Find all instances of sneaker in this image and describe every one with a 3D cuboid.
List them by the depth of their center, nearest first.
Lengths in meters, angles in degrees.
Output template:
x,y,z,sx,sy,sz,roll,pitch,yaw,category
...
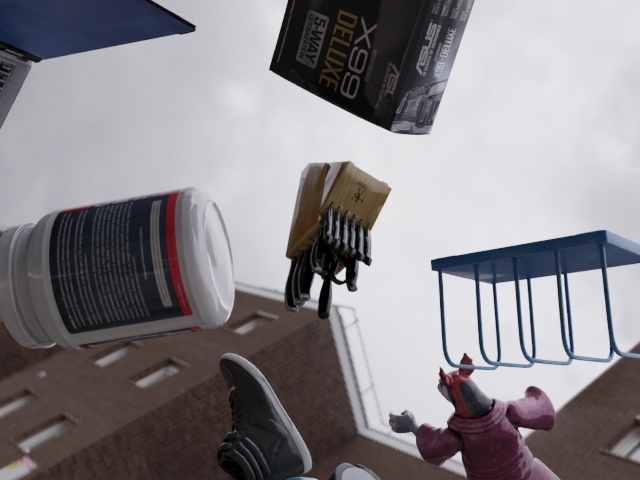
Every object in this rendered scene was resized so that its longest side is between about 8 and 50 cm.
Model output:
x,y,z,sx,sy,sz,roll,pitch,yaw,category
-0.154,0.350,1.550,0.296,0.146,0.105,51,-34,28,sneaker

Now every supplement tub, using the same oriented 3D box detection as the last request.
x,y,z,sx,sy,sz,roll,pitch,yaw,category
-0.264,0.041,1.063,0.191,0.272,0.191,-9,90,-85,supplement tub

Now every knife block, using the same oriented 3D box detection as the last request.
x,y,z,sx,sy,sz,roll,pitch,yaw,category
0.000,0.000,1.248,0.088,0.242,0.275,30,-5,-19,knife block

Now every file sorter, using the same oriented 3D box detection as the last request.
x,y,z,sx,sy,sz,roll,pitch,yaw,category
0.207,0.062,0.740,0.170,0.118,0.105,-11,-107,39,file sorter

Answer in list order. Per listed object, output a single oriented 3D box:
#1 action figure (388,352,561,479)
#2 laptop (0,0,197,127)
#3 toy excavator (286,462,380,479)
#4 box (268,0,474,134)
x,y,z,sx,sy,sz,roll,pitch,yaw,category
0.255,0.343,1.196,0.370,0.248,0.276,61,9,-18,action figure
-0.413,-0.157,0.871,0.236,0.382,0.408,35,-80,24,laptop
-0.078,0.556,1.212,0.222,0.445,0.433,-59,-145,27,toy excavator
0.072,-0.309,0.956,0.242,0.076,0.308,36,-63,41,box
